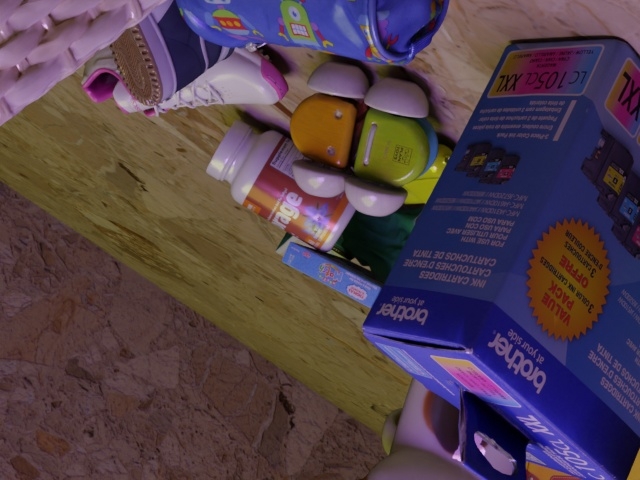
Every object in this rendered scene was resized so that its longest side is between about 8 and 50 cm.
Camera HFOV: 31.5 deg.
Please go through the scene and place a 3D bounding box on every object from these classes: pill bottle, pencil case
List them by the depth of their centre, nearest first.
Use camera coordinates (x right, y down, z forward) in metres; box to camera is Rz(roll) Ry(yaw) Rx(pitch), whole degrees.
[{"bbox_3d":[-0.014,-0.240,1.113,0.306,0.119,0.133,14,134,44],"label":"pencil case"},{"bbox_3d":[-0.053,-0.084,1.663,0.216,0.121,0.121,30,164,-2],"label":"pill bottle"}]

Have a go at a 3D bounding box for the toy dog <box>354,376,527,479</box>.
[{"bbox_3d":[0.208,0.287,1.543,0.284,0.408,0.395,25,166,12],"label":"toy dog"}]

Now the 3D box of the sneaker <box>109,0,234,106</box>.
[{"bbox_3d":[-0.179,-0.309,1.278,0.099,0.153,0.282,18,130,44],"label":"sneaker"}]

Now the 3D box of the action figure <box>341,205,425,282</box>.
[{"bbox_3d":[0.091,-0.003,1.710,0.063,0.137,0.232,24,177,-30],"label":"action figure"}]

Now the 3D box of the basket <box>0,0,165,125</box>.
[{"bbox_3d":[-0.270,-0.303,0.819,0.266,0.331,0.328,32,154,39],"label":"basket"}]

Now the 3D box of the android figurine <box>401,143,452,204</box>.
[{"bbox_3d":[0.211,-0.044,1.446,0.248,0.056,0.273,38,164,-25],"label":"android figurine"}]

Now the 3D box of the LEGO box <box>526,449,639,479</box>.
[{"bbox_3d":[0.564,0.315,1.402,0.500,0.193,0.372,15,-173,41],"label":"LEGO box"}]

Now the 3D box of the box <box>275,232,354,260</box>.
[{"bbox_3d":[0.000,0.000,1.939,0.100,0.060,0.244,31,164,-7],"label":"box"}]

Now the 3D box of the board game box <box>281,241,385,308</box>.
[{"bbox_3d":[0.056,0.062,1.719,0.160,0.039,0.211,27,-176,25],"label":"board game box"}]

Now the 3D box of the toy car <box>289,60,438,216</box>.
[{"bbox_3d":[0.060,-0.122,1.353,0.182,0.159,0.136,20,-164,29],"label":"toy car"}]

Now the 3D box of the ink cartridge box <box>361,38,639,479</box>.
[{"bbox_3d":[0.219,0.048,1.080,0.270,0.395,0.151,40,161,-33],"label":"ink cartridge box"}]

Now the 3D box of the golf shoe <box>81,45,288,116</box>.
[{"bbox_3d":[-0.183,-0.208,1.486,0.306,0.140,0.115,19,159,31],"label":"golf shoe"}]
